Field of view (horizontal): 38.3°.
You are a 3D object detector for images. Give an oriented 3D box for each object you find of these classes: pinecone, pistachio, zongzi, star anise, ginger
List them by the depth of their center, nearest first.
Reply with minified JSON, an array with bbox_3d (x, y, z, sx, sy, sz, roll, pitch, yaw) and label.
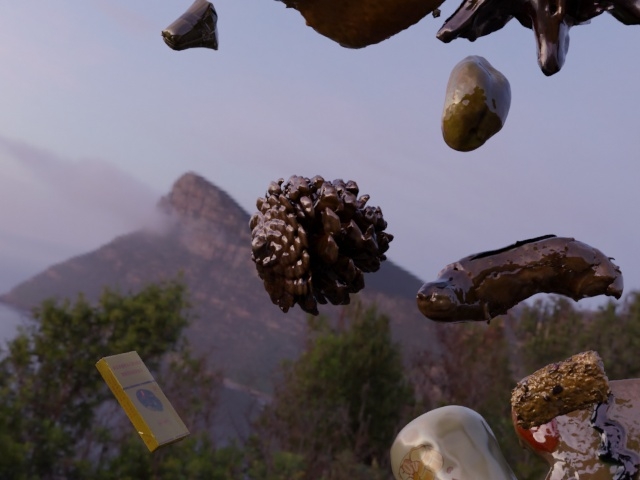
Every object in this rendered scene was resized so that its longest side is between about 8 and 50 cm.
[{"bbox_3d":[0.214,-0.260,0.829,0.272,0.271,0.102,11,-14,23],"label":"star anise"},{"bbox_3d":[0.000,0.000,1.024,0.174,0.173,0.173,13,-5,1],"label":"pinecone"},{"bbox_3d":[-0.153,-0.237,1.099,0.040,0.076,0.083,34,-27,19],"label":"zongzi"},{"bbox_3d":[0.286,0.061,1.359,0.310,0.107,0.133,-10,36,-2],"label":"ginger"},{"bbox_3d":[0.263,-0.242,1.561,0.100,0.189,0.110,1,-31,38],"label":"pistachio"}]

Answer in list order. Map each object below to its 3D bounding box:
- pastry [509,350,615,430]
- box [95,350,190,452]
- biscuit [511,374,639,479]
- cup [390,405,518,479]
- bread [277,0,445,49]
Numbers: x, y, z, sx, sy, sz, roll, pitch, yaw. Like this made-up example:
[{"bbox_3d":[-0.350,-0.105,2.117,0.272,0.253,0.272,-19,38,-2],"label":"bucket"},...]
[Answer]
[{"bbox_3d":[0.320,0.202,1.236,0.140,0.080,0.056,-24,5,25],"label":"pastry"},{"bbox_3d":[-0.261,0.235,1.357,0.155,0.023,0.087,53,16,14],"label":"box"},{"bbox_3d":[0.516,0.314,1.473,0.394,0.368,0.076,-14,-30,12],"label":"biscuit"},{"bbox_3d":[0.215,0.407,1.488,0.173,0.202,0.255,-16,-38,-15],"label":"cup"},{"bbox_3d":[0.109,-0.362,1.024,0.194,0.340,0.179,49,-12,-26],"label":"bread"}]
